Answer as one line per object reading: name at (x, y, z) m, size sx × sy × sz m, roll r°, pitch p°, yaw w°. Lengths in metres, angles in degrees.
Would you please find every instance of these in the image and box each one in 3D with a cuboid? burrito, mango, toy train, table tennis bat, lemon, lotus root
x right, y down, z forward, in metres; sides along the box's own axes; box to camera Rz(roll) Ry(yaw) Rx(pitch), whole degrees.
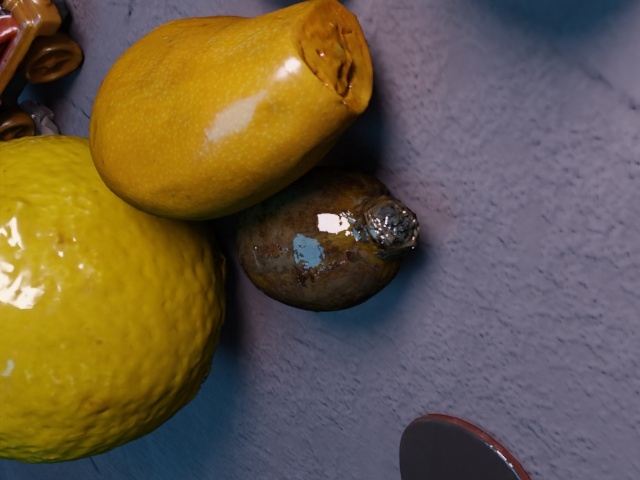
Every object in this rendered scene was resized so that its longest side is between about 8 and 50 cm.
burrito at (-0.369, -0.100, 1.141) m, size 0.064 × 0.064 × 0.203 m, roll -20°, pitch 96°, yaw 56°
mango at (-0.092, -0.102, 0.658) m, size 0.144 × 0.187 × 0.359 m, roll 44°, pitch 166°, yaw -26°
toy train at (-0.455, -0.208, 0.994) m, size 0.369 × 0.232 × 0.163 m, roll -41°, pitch 78°, yaw 37°
table tennis bat at (0.148, 0.294, 0.736) m, size 0.173 × 0.022 × 0.301 m, roll 3°, pitch 112°, yaw 52°
lemon at (-0.286, 0.058, 0.862) m, size 0.350 × 0.387 × 0.349 m, roll 4°, pitch 95°, yaw 55°
lotus root at (0.000, 0.000, 0.667) m, size 0.209 × 0.120 × 0.120 m, roll -7°, pitch 106°, yaw 55°
